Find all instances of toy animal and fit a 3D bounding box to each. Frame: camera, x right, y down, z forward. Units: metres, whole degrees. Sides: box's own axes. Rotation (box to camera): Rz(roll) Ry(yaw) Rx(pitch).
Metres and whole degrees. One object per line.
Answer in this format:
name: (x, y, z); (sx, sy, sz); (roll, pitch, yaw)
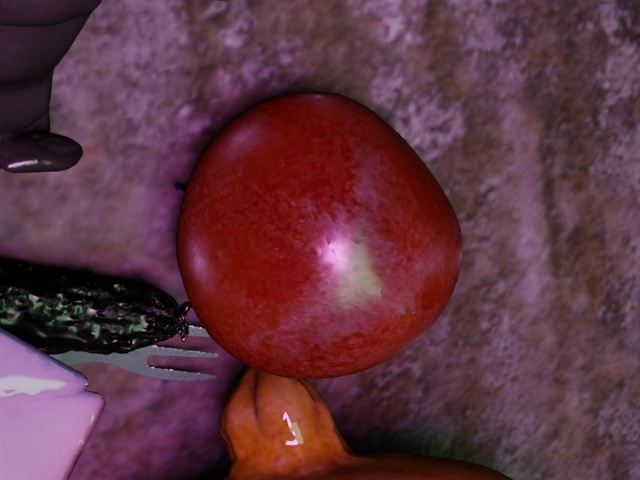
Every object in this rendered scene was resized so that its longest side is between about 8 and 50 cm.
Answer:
toy animal: (-0.177, -0.079, 0.684); (0.146, 0.245, 0.115); (-19, 80, -38)

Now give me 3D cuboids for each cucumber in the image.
cucumber: (-0.156, 0.037, 0.811); (0.181, 0.053, 0.053); (12, 105, -31)

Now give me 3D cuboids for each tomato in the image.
tomato: (0.000, 0.000, 0.826); (0.167, 0.167, 0.167); (-11, 116, -25)

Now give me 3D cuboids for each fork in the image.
fork: (-0.169, 0.068, 0.840); (0.235, 0.021, 0.039); (0, 107, -27)

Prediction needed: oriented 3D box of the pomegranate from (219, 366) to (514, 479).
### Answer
pomegranate: (0.011, 0.272, 0.842); (0.410, 0.410, 0.410); (-11, 116, -25)

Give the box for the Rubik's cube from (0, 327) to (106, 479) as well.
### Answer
Rubik's cube: (-0.262, 0.107, 0.618); (0.231, 0.224, 0.221); (33, 73, -20)
